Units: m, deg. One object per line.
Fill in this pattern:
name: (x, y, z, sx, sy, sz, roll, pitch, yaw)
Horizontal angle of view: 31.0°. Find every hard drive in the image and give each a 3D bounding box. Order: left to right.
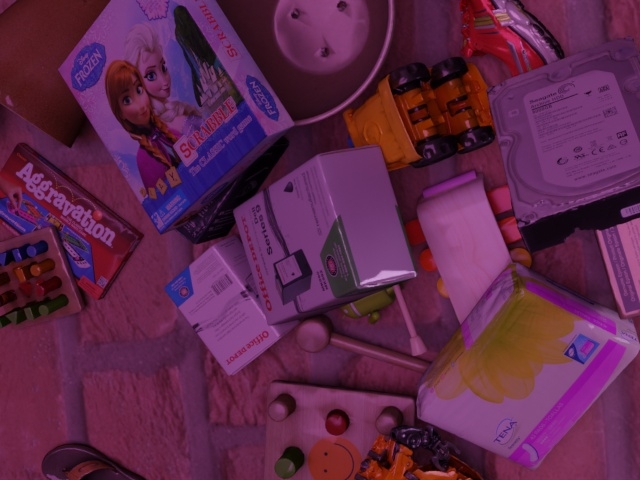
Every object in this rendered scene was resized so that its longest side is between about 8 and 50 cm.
hard drive: (0.372, -0.146, 1.639, 0.237, 0.339, 0.064, -18, 128, 15)

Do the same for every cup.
cup: (-0.025, -0.344, 1.796, 0.331, 0.237, 0.331, 2, 97, 15)

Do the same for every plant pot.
plant pot: (-0.446, -0.324, 1.936, 0.237, 0.237, 0.254, 35, 88, 8)

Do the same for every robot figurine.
robot figurine: (0.077, 0.087, 1.906, 0.115, 0.067, 0.101, -26, 80, 17)
robot figurine: (0.158, 0.411, 1.818, 0.291, 0.085, 0.211, 37, 79, -30)

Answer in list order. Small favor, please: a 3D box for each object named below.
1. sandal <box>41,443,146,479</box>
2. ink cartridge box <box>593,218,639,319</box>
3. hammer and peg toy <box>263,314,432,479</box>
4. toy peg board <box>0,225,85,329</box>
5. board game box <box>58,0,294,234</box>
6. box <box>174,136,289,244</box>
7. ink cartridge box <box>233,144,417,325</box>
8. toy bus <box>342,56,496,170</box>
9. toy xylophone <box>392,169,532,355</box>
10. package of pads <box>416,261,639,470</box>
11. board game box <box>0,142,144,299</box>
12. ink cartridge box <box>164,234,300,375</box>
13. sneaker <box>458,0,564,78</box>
sandal: (-0.406, 0.435, 2.078, 0.219, 0.060, 0.090, 25, 102, 11)
ink cartridge box: (0.455, -0.001, 1.709, 0.088, 0.234, 0.193, -18, 91, 15)
hammer and peg toy: (0.037, 0.315, 1.911, 0.266, 0.127, 0.361, 6, 98, 14)
toy peg board: (-0.526, 0.076, 2.041, 0.161, 0.079, 0.161, -16, 98, 23)
board game box: (-0.227, -0.217, 1.728, 0.318, 0.066, 0.318, -38, 82, 44)
box: (-0.166, -0.109, 1.905, 0.108, 0.153, 0.207, 37, 103, 9)
ink cartridge box: (0.000, 0.000, 1.799, 0.289, 0.121, 0.211, -28, 77, 56)
toy bus: (0.142, -0.176, 1.817, 0.211, 0.220, 0.149, -29, 81, 49)
toy xylophone: (0.231, 0.056, 1.854, 0.236, 0.081, 0.323, -13, 93, 15)
package of pads: (0.307, 0.197, 1.774, 0.229, 0.101, 0.296, 26, 118, -12)
board game box: (-0.464, -0.035, 2.057, 0.281, 0.027, 0.145, 37, 103, 8)
ink cartridge box: (-0.150, 0.110, 1.948, 0.139, 0.082, 0.191, -39, 87, 30)
sneaker: (0.252, -0.342, 1.794, 0.118, 0.107, 0.279, -44, 84, 20)
